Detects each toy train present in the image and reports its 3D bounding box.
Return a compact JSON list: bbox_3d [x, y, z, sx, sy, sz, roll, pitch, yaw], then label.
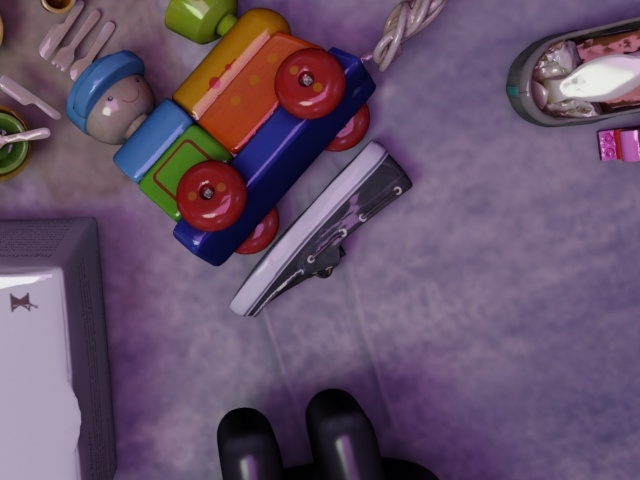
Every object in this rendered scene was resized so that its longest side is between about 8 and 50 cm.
[{"bbox_3d":[-0.032,-0.119,0.940,0.143,0.105,0.248,41,90,15],"label":"toy train"}]

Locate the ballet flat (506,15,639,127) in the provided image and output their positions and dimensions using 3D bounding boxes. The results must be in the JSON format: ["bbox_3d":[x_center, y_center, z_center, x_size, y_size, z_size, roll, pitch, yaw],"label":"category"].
[{"bbox_3d":[0.220,-0.110,0.935,0.213,0.068,0.072,-14,96,4],"label":"ballet flat"}]

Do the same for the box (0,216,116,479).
[{"bbox_3d":[-0.227,0.087,0.939,0.181,0.119,0.181,-1,106,2],"label":"box"}]

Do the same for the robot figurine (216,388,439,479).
[{"bbox_3d":[0.007,0.236,0.937,0.209,0.173,0.278,-8,97,34],"label":"robot figurine"}]

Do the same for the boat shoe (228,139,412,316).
[{"bbox_3d":[0.000,0.000,0.968,0.040,0.049,0.142,42,94,-3],"label":"boat shoe"}]

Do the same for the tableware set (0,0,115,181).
[{"bbox_3d":[-0.202,-0.105,0.945,0.104,0.024,0.154,36,80,-16],"label":"tableware set"}]

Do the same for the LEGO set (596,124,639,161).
[{"bbox_3d":[0.292,-0.037,0.928,0.227,0.093,0.087,-8,97,3],"label":"LEGO set"}]
